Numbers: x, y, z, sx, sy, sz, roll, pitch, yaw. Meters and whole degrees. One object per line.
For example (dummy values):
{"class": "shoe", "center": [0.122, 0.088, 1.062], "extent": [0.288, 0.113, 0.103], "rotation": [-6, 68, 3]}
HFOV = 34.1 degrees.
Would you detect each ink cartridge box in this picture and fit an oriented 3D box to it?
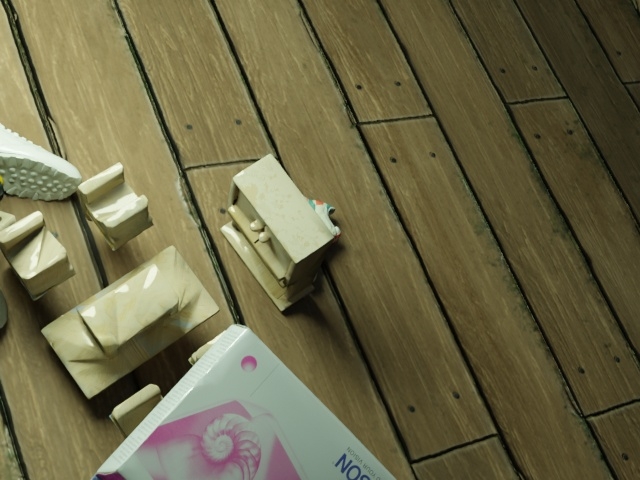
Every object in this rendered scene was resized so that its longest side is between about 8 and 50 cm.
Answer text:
{"class": "ink cartridge box", "center": [-0.103, 0.334, 1.325], "extent": [0.324, 0.071, 0.330], "rotation": [47, 73, -16]}

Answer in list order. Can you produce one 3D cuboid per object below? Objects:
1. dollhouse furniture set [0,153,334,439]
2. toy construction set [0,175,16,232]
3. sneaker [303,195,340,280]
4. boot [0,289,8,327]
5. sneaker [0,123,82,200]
{"class": "dollhouse furniture set", "center": [-0.199, 0.078, 1.518], "extent": [0.394, 0.256, 0.362], "rotation": [-34, 79, -17]}
{"class": "toy construction set", "center": [-0.556, -0.058, 1.389], "extent": [0.308, 0.237, 0.257], "rotation": [-1, 46, 3]}
{"class": "sneaker", "center": [0.000, 0.000, 1.730], "extent": [0.075, 0.057, 0.161], "rotation": [9, 54, -17]}
{"class": "boot", "center": [-0.556, 0.093, 1.350], "extent": [0.305, 0.115, 0.112], "rotation": [3, 63, -50]}
{"class": "sneaker", "center": [-0.467, -0.130, 1.546], "extent": [0.235, 0.090, 0.095], "rotation": [17, 44, -22]}
